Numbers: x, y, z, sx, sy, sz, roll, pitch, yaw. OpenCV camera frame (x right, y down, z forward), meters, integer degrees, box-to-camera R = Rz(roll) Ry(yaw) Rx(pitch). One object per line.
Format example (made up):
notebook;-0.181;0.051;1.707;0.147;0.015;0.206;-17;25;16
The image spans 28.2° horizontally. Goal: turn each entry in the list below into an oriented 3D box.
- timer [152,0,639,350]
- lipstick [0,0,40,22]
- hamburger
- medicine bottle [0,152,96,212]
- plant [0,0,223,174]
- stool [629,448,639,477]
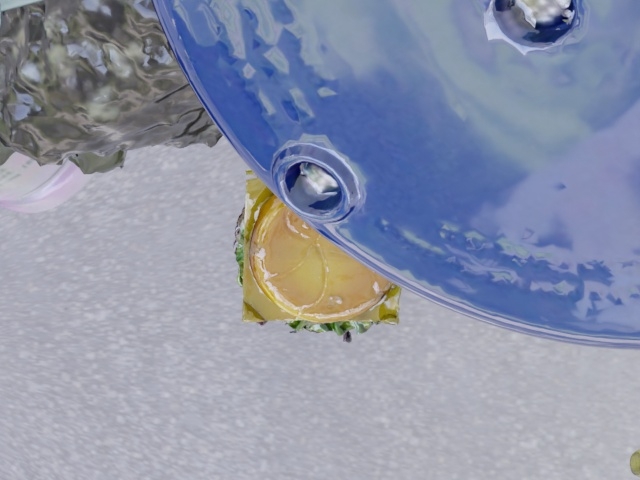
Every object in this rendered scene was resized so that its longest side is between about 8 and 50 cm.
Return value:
timer;0.134;-0.176;0.474;0.270;0.270;0.383;47;46;-13
lipstick;-0.146;-0.109;0.518;0.274;0.068;0.061;-24;129;-32
hamburger;0.003;-0.003;1.124;0.164;0.093;0.189;12;111;-7
medicine bottle;-0.364;-0.171;1.216;0.325;0.212;0.212;30;73;-51
plant;-0.135;-0.152;0.792;0.215;0.312;0.213;-12;84;-40
stool;0.274;0.159;0.790;0.110;0.134;0.135;1;105;-29
